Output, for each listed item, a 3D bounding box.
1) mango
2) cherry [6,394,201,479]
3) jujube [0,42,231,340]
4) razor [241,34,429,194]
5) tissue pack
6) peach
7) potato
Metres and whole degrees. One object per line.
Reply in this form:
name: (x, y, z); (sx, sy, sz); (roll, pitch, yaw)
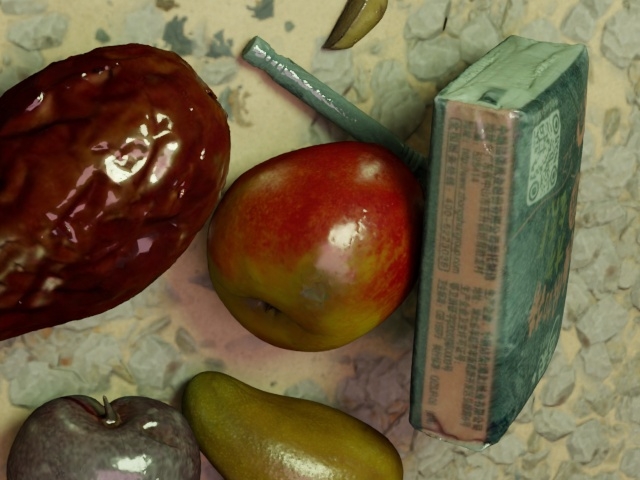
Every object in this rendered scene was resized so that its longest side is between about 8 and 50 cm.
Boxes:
mango: (-0.028, 0.196, 1.322); (0.227, 0.136, 0.099); (28, 120, -11)
cherry: (-0.194, 0.214, 1.252); (0.176, 0.140, 0.176); (-7, 116, -14)
jujube: (-0.208, -0.038, 1.162); (0.290, 0.197, 0.197); (-39, 114, 6)
razor: (0.027, -0.115, 1.311); (0.232, 0.068, 0.106); (35, 87, -18)
tissue pack: (0.162, -0.004, 1.271); (0.228, 0.103, 0.315); (-40, 137, -57)
peach: (0.000, 0.000, 1.263); (0.192, 0.190, 0.190); (-46, 117, -32)
potato: (0.043, -0.207, 1.301); (0.036, 0.037, 0.093); (28, 91, -30)
